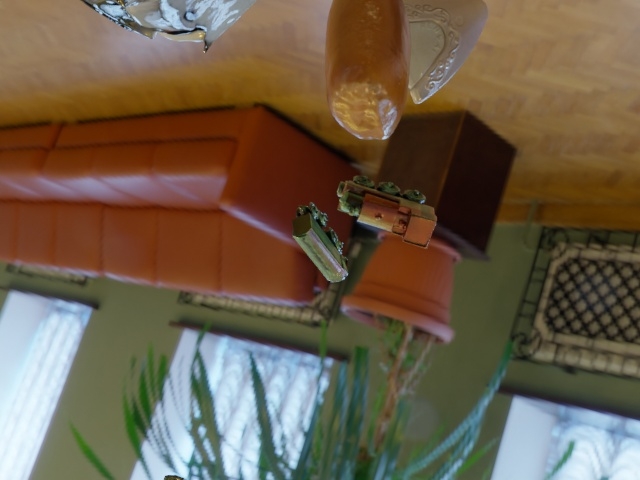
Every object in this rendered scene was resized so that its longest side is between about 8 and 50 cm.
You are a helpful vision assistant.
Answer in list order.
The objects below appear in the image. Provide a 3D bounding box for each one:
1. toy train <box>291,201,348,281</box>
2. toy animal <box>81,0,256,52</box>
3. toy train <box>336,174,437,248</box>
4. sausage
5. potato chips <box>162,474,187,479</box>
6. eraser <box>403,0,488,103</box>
[{"bbox_3d":[0.000,0.000,1.408,0.038,0.071,0.148,-14,142,20],"label":"toy train"},{"bbox_3d":[-0.113,-0.255,0.692,0.156,0.204,0.208,43,-179,7],"label":"toy animal"},{"bbox_3d":[0.111,-0.054,1.585,0.175,0.074,0.118,17,-158,-3],"label":"toy train"},{"bbox_3d":[0.048,-0.197,0.945,0.098,0.238,0.098,3,134,3],"label":"sausage"},{"bbox_3d":[-0.151,0.354,1.092,0.167,0.228,0.059,58,-175,32],"label":"potato chips"},{"bbox_3d":[0.238,-0.416,1.847,0.204,0.243,0.059,60,163,-9],"label":"eraser"}]
